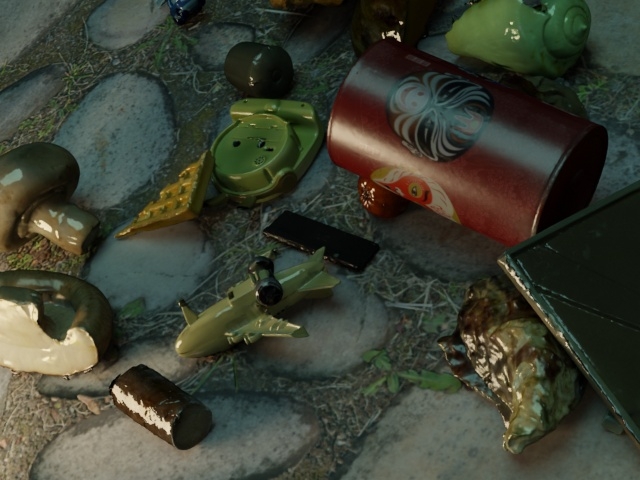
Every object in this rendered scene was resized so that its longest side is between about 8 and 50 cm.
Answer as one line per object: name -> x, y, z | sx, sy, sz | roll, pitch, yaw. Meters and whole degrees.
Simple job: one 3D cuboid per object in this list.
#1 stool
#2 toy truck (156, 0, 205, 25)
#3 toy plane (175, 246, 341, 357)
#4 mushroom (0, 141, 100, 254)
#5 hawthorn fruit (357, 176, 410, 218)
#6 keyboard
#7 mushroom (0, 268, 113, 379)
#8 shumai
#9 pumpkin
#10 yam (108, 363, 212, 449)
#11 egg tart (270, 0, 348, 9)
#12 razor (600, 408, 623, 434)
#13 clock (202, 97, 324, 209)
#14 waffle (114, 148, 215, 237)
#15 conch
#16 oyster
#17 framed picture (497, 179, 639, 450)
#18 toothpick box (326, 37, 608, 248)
stool -> -0.107, -0.293, 2.206 | 0.096, 0.096, 0.110 | -46, 42, -19
toy truck -> -0.270, -0.449, 2.452 | 0.063, 0.074, 0.136 | -43, 6, -18
toy plane -> -0.096, 0.093, 1.855 | 0.256, 0.104, 0.242 | -21, 30, -3
mushroom -> -0.468, -0.058, 2.122 | 0.206, 0.209, 0.206 | -42, 25, 25
hawthorn fruit -> 0.102, -0.078, 1.930 | 0.093, 0.093, 0.093 | -13, 46, 14
keyboard -> 0.000, 0.000, 1.946 | 0.195, 0.018, 0.060 | 21, 54, 37
mushroom -> -0.432, 0.105, 1.968 | 0.285, 0.156, 0.151 | 10, 43, 17
shumai -> 0.289, -0.188, 1.909 | 0.201, 0.120, 0.201 | -12, 49, 14
pumpkin -> 0.139, -0.458, 2.208 | 0.169, 0.148, 0.312 | 21, 58, 33
yam -> -0.224, 0.230, 1.798 | 0.141, 0.079, 0.079 | 28, 66, 38
egg tart -> 0.046, -0.514, 2.250 | 0.129, 0.341, 0.341 | 42, 69, -2
razor -> 0.421, 0.120, 1.621 | 0.111, 0.056, 0.278 | 26, 69, 14
clock -> -0.106, -0.127, 2.071 | 0.170, 0.069, 0.232 | 7, 54, 30
waffle -> -0.252, -0.072, 2.073 | 0.191, 0.032, 0.125 | -12, 56, 42
conch -> 0.301, -0.335, 2.011 | 0.250, 0.143, 0.137 | 20, 102, 31
oyster -> 0.257, 0.126, 1.656 | 0.275, 0.100, 0.271 | -48, 33, -14
framed picture -> 0.397, 0.086, 1.582 | 0.232, 0.024, 0.315 | -26, 63, -14
toothpick box -> 0.200, -0.128, 1.776 | 0.333, 0.204, 0.204 | 28, 65, 24
